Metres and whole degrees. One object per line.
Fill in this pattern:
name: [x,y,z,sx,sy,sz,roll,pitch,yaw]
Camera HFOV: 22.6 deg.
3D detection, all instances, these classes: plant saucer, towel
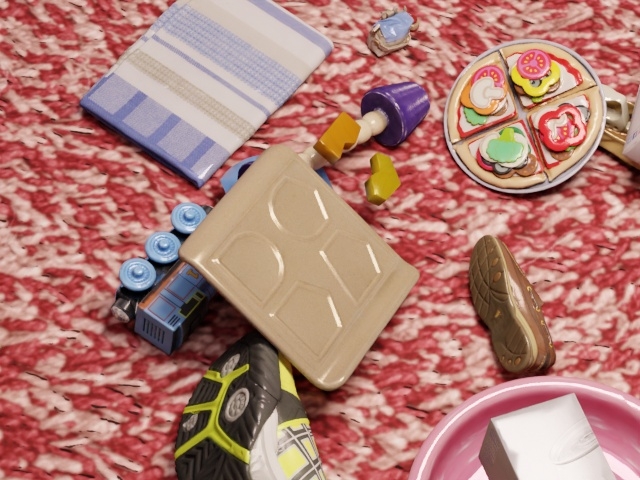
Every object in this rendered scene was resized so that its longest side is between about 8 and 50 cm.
plant saucer: [0.250,0.303,1.666,0.332,0.084,0.332,1,57,-2]
towel: [-0.142,-0.210,2.024,0.209,0.034,0.285,33,63,16]

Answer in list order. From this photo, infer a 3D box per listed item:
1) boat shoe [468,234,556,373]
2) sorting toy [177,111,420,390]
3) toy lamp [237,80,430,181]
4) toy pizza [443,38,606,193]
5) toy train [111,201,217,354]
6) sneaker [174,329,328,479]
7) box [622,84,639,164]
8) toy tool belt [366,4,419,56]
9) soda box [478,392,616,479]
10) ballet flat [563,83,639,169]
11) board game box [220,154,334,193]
boat shoe: [0.221,0.075,1.838,0.060,0.064,0.178,8,51,-35]
sorting toy: [0.000,0.000,1.797,0.229,0.041,0.307,42,51,-4]
toy lamp: [0.026,-0.117,1.924,0.080,0.080,0.274,40,53,22]
toy pizza: [0.248,-0.156,1.958,0.201,0.032,0.201,-5,73,16]
toy train: [-0.158,0.038,1.832,0.105,0.080,0.184,35,59,9]
sneaker: [-0.054,0.261,1.670,0.147,0.145,0.385,31,35,-31]
box: [0.510,-0.185,1.977,0.232,0.058,0.322,28,58,-10]
toy tool belt: [0.098,-0.277,2.067,0.083,0.051,0.052,-35,64,-23]
soda box: [0.256,0.299,1.563,0.098,0.091,0.286,-14,58,-13]
ballet flat: [0.381,-0.140,1.975,0.232,0.073,0.080,25,57,13]
board game box: [-0.042,-0.030,1.906,0.133,0.033,0.169,-10,55,-23]
